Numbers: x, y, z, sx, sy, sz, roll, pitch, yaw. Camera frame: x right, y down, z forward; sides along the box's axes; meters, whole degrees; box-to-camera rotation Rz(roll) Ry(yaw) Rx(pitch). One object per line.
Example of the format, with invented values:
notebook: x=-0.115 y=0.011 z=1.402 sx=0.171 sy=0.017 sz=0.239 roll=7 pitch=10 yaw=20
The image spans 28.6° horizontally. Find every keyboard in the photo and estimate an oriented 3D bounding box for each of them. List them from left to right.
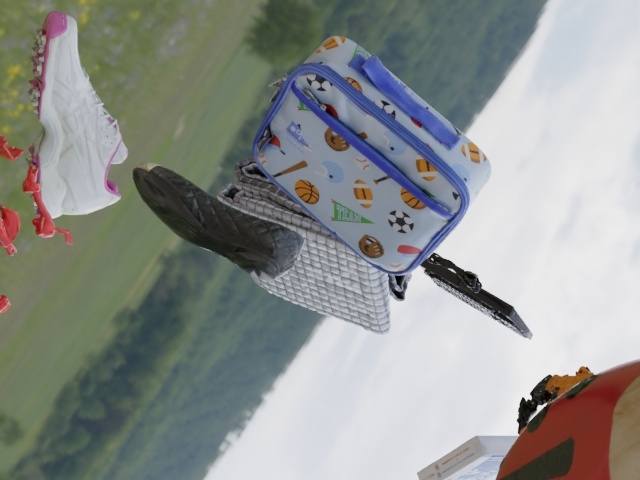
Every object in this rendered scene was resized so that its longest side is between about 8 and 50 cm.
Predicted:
keyboard: x=0.306 y=0.103 z=2.649 sx=0.033 sy=0.201 sz=0.317 roll=-47 pitch=-142 yaw=-10

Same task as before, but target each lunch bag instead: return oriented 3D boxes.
lunch bag: x=0.059 y=-0.113 z=1.640 sx=0.115 sy=0.303 sz=0.243 roll=-50 pitch=179 yaw=-40

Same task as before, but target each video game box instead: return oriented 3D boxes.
video game box: x=0.316 y=0.418 z=2.353 sx=0.187 sy=0.205 sz=0.048 roll=-41 pitch=-127 yaw=46

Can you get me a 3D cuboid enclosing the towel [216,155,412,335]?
towel: x=0.000 y=0.000 z=1.955 sx=0.121 sy=0.284 sz=0.235 roll=-56 pitch=151 yaw=-29

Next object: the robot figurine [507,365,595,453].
robot figurine: x=0.405 y=0.340 z=2.118 sx=0.211 sy=0.085 sz=0.291 roll=-9 pitch=-139 yaw=48

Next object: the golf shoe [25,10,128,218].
golf shoe: x=-0.341 y=-0.175 z=1.769 sx=0.115 sy=0.140 sz=0.306 roll=-117 pitch=-150 yaw=-57

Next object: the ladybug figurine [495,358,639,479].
ladybug figurine: x=0.309 y=0.266 z=1.337 sx=0.449 sy=0.162 sz=0.305 roll=128 pitch=-21 yaw=-57

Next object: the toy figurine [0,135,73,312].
toy figurine: x=-0.483 y=0.030 z=1.385 sx=0.217 sy=0.191 sz=0.362 roll=17 pitch=-121 yaw=47

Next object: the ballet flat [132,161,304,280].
ballet flat: x=-0.094 y=-0.021 z=1.121 sx=0.049 sy=0.173 sz=0.057 roll=-49 pitch=164 yaw=-35
